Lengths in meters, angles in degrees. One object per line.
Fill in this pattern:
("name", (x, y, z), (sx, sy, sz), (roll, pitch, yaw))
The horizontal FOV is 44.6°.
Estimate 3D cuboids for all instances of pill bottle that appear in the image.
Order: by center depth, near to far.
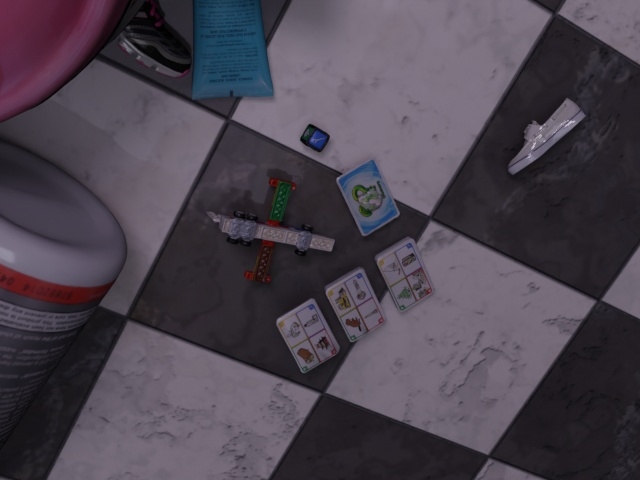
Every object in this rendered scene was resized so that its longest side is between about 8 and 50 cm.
("pill bottle", (-0.359, 0.097, 0.727), (0.210, 0.210, 0.362), (32, 104, -20))

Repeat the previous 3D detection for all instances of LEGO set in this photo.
("LEGO set", (0.000, 0.000, 0.851), (0.183, 0.060, 0.244), (-31, 116, -9))

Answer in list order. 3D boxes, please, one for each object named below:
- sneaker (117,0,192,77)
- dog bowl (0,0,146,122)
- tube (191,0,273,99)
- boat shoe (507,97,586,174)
("sneaker", (-0.169, -0.224, 0.704), (0.075, 0.063, 0.170), (-38, 109, 14))
("dog bowl", (-0.290, -0.243, 0.494), (0.408, 0.150, 0.407), (-4, 129, -5))
("tube", (-0.088, -0.232, 0.726), (0.080, 0.052, 0.207), (-2, 117, -3))
("boat shoe", (0.236, -0.113, 0.840), (0.100, 0.035, 0.035), (-42, 86, 13))
